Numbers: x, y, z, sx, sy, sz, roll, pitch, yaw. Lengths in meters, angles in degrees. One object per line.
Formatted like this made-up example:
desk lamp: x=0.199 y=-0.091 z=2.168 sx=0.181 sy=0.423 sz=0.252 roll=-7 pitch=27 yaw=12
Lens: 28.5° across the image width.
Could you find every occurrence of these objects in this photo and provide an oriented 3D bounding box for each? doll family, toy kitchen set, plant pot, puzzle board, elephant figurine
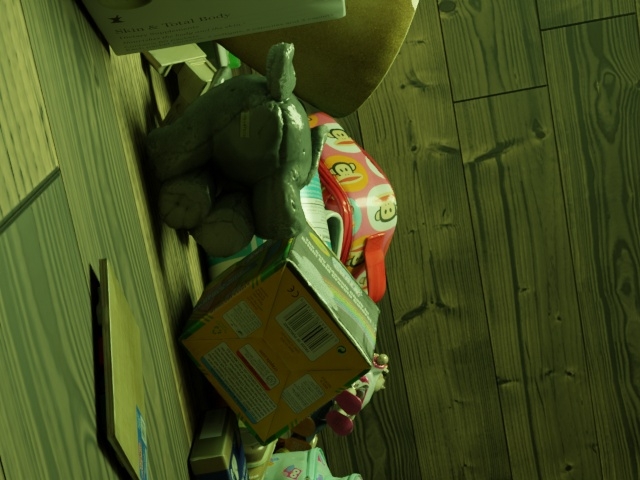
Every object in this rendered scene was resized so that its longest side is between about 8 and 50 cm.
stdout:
doll family: x=-0.013 y=0.235 z=1.538 sx=0.263 sy=0.118 sz=0.163 roll=-68 pitch=170 yaw=16
toy kitchen set: x=-0.158 y=-0.160 z=1.257 sx=0.083 sy=0.075 sz=0.068 roll=48 pitch=35 yaw=14
plant pot: x=-0.050 y=-0.289 z=1.384 sx=0.237 sy=0.254 sz=0.237 roll=-50 pitch=-151 yaw=41
puzzle board: x=-0.128 y=0.089 z=0.809 sx=0.096 sy=0.011 sz=0.128 roll=80 pitch=1 yaw=-56
elephant figurine: x=-0.079 y=-0.083 z=1.203 sx=0.239 sy=0.186 sz=0.169 roll=-80 pitch=150 yaw=-79

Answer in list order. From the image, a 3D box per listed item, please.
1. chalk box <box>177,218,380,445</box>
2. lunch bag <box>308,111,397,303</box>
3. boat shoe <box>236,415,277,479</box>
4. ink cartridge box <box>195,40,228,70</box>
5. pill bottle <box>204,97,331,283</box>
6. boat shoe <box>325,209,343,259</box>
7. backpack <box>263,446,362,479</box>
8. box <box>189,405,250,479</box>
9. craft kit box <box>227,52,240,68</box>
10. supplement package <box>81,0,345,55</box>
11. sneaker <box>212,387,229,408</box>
chalk box: x=-0.033 y=0.074 z=1.209 sx=0.132 sy=0.132 sz=0.213 roll=51 pitch=12 yaw=-8
lunch bag: x=0.000 y=0.000 z=1.730 sx=0.258 sy=0.120 sz=0.293 roll=51 pitch=-39 yaw=33
boat shoe: x=-0.075 y=0.209 z=1.301 sx=0.190 sy=0.068 sz=0.072 roll=-60 pitch=153 yaw=-73
ink cartridge box: x=-0.156 y=-0.276 z=1.578 sx=0.235 sy=0.056 sz=0.171 roll=-101 pitch=180 yaw=-63
pill bottle: x=-0.067 y=-0.026 z=1.448 sx=0.146 sy=0.146 sz=0.264 roll=72 pitch=9 yaw=-82
boat shoe: x=-0.029 y=0.088 z=1.538 sx=0.096 sy=0.088 sz=0.268 roll=30 pitch=69 yaw=-39
backpack: x=-0.012 y=0.313 z=1.326 sx=0.188 sy=0.144 sz=0.166 roll=-104 pitch=177 yaw=-54
box: x=-0.075 y=0.276 z=1.133 sx=0.136 sy=0.036 sz=0.225 roll=-94 pitch=175 yaw=-79
craft kit box: x=-0.179 y=-0.436 z=1.949 sx=0.247 sy=0.061 sz=0.250 roll=74 pitch=5 yaw=-54
supplement package: x=-0.097 y=-0.284 z=0.927 sx=0.263 sy=0.199 sz=0.198 roll=74 pitch=6 yaw=-78
sneaker: x=-0.094 y=0.130 z=1.293 sx=0.067 sy=0.064 sz=0.175 roll=59 pitch=2 yaw=-17
